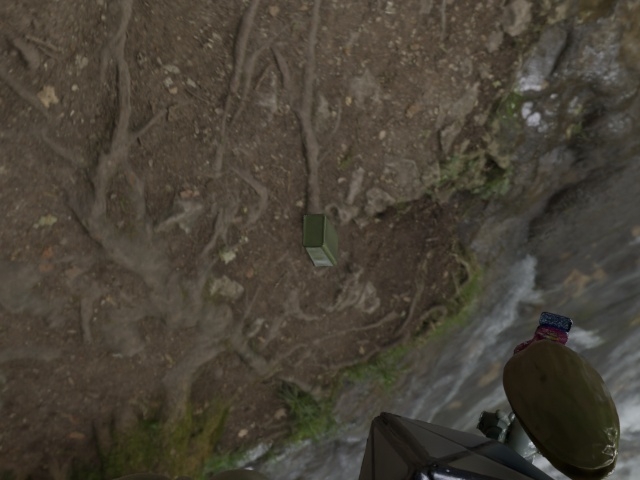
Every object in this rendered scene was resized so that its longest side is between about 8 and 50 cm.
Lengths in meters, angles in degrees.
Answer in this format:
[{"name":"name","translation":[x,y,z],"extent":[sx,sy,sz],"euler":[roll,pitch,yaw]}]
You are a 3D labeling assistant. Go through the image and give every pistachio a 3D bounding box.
[{"name":"pistachio","translation":[0.345,0.236,0.725],"extent":[0.131,0.206,0.129],"euler":[-25,128,13]}]

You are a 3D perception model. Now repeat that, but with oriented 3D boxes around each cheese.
[{"name":"cheese","translation":[0.588,0.294,1.317],"extent":[0.062,0.155,0.244],"euler":[-45,143,-53]}]

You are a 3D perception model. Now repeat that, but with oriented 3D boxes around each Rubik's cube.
[{"name":"Rubik's cube","translation":[0.239,0.525,0.934],"extent":[0.306,0.310,0.305],"euler":[15,84,-9]}]

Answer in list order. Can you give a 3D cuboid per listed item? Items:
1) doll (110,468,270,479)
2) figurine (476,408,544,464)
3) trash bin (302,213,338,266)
[{"name":"doll","translation":[-0.204,0.437,0.702],"extent":[0.226,0.370,0.215],"euler":[-13,95,-59]},{"name":"figurine","translation":[0.529,0.530,1.377],"extent":[0.126,0.192,0.147],"euler":[-4,109,-55]},{"name":"trash bin","translation":[0.000,0.000,0.805],"extent":[0.043,0.061,0.092],"euler":[-1,161,11]}]
